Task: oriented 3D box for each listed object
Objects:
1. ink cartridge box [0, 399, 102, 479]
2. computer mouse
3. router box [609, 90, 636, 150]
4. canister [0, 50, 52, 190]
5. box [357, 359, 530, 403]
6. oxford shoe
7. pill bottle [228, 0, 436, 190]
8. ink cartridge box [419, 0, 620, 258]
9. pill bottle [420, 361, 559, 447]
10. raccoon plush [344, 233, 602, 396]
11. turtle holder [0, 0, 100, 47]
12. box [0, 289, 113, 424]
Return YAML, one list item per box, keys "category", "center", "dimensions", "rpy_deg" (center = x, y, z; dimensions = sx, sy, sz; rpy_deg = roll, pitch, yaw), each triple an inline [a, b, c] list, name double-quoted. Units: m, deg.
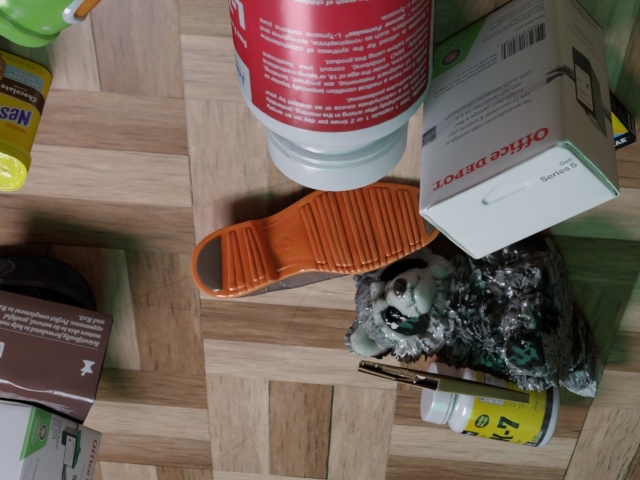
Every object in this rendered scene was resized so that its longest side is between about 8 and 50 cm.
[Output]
- category: "ink cartridge box"
  center: [-0.442, 0.350, 1.966]
  dimensions: [0.092, 0.160, 0.219]
  rpy_deg: [4, 163, 21]
- category: "computer mouse"
  center: [-0.467, 0.059, 1.958]
  dimensions: [0.272, 0.072, 0.188]
  rpy_deg: [10, 146, 12]
- category: "router box"
  center: [0.296, -0.145, 1.632]
  dimensions: [0.179, 0.046, 0.133]
  rpy_deg: [-25, 131, 32]
- category: "canister"
  center: [-0.417, -0.159, 1.601]
  dimensions: [0.126, 0.170, 0.073]
  rpy_deg: [18, 139, -16]
- category: "box"
  center: [0.181, 0.208, 1.842]
  dimensions: [0.201, 0.021, 0.164]
  rpy_deg: [15, 175, -41]
- category: "oxford shoe"
  center: [0.000, 0.000, 1.817]
  dimensions: [0.363, 0.130, 0.133]
  rpy_deg: [-12, 171, 10]
- category: "pill bottle"
  center: [0.014, -0.253, 1.390]
  dimensions: [0.229, 0.229, 0.408]
  rpy_deg: [2, 140, 4]
- category: "ink cartridge box"
  center: [0.226, -0.141, 1.467]
  dimensions: [0.198, 0.273, 0.114]
  rpy_deg: [-27, 131, 33]
- category: "pill bottle"
  center: [0.277, 0.266, 2.079]
  dimensions: [0.208, 0.119, 0.119]
  rpy_deg: [11, 140, -6]
- category: "raccoon plush"
  center: [0.228, 0.160, 1.903]
  dimensions: [0.299, 0.216, 0.446]
  rpy_deg: [-5, 140, 25]
- category: "turtle holder"
  center: [-0.333, -0.373, 1.320]
  dimensions: [0.227, 0.243, 0.320]
  rpy_deg: [-31, 90, 17]
- category: "box"
  center: [-0.438, 0.191, 1.952]
  dimensions: [0.191, 0.143, 0.381]
  rpy_deg: [14, 165, -10]
